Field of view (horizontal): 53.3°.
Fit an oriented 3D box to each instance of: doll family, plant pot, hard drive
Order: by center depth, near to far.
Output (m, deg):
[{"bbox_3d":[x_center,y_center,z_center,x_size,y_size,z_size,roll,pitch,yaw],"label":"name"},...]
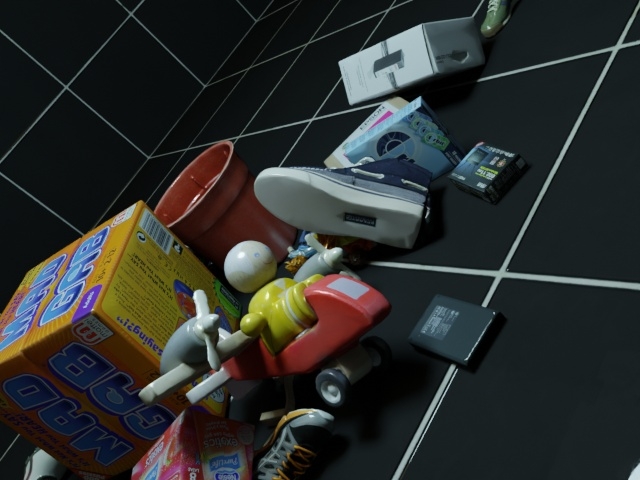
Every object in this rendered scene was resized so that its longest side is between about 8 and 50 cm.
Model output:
[{"bbox_3d":[0.202,0.135,0.962,0.094,0.022,0.135,-54,28,-13],"label":"hard drive"},{"bbox_3d":[0.000,0.000,1.319,0.262,0.118,0.163,-17,40,44],"label":"doll family"},{"bbox_3d":[-0.215,-0.049,1.530,0.272,0.265,0.272,-34,30,23],"label":"plant pot"}]

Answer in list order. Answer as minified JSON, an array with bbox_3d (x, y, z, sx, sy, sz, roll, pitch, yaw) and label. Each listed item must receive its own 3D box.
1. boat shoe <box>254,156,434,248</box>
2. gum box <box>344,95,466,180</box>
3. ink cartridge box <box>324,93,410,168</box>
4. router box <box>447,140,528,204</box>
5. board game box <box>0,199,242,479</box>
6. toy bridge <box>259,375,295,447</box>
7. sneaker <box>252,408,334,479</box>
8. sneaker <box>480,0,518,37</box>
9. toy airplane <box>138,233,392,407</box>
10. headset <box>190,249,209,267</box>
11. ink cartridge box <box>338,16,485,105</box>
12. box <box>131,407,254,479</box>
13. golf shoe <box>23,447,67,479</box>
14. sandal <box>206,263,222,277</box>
[{"bbox_3d":[0.055,-0.096,1.220,0.158,0.340,0.127,-68,-7,-45],"label":"boat shoe"},{"bbox_3d":[0.168,-0.175,1.269,0.184,0.157,0.041,-30,32,30],"label":"gum box"},{"bbox_3d":[0.137,-0.201,1.423,0.234,0.088,0.193,-45,29,6],"label":"ink cartridge box"},{"bbox_3d":[0.298,-0.124,1.146,0.092,0.038,0.122,-48,27,-1],"label":"router box"},{"bbox_3d":[-0.425,0.213,1.334,0.356,0.357,0.356,-28,30,18],"label":"board game box"},{"bbox_3d":[-0.078,0.312,1.122,0.063,0.026,0.188,-23,35,37],"label":"toy bridge"},{"bbox_3d":[-0.051,0.345,0.991,0.215,0.084,0.083,-49,25,20],"label":"sneaker"},{"bbox_3d":[0.422,-0.578,1.512,0.192,0.086,0.064,-55,28,-14],"label":"sneaker"},{"bbox_3d":[-0.095,0.134,1.069,0.384,0.273,0.386,-22,6,-3],"label":"toy airplane"},{"bbox_3d":[-0.434,0.180,1.658,0.394,0.185,0.243,-36,13,11],"label":"headset"},{"bbox_3d":[0.210,-0.413,1.479,0.197,0.114,0.272,-23,10,-39],"label":"ink cartridge box"},{"bbox_3d":[-0.215,0.391,1.024,0.257,0.122,0.128,-49,30,38],"label":"box"},{"bbox_3d":[-0.679,0.603,1.542,0.273,0.105,0.120,-51,43,5],"label":"golf shoe"},{"bbox_3d":[-0.321,0.108,1.716,0.179,0.040,0.067,-54,27,-13],"label":"sandal"}]
